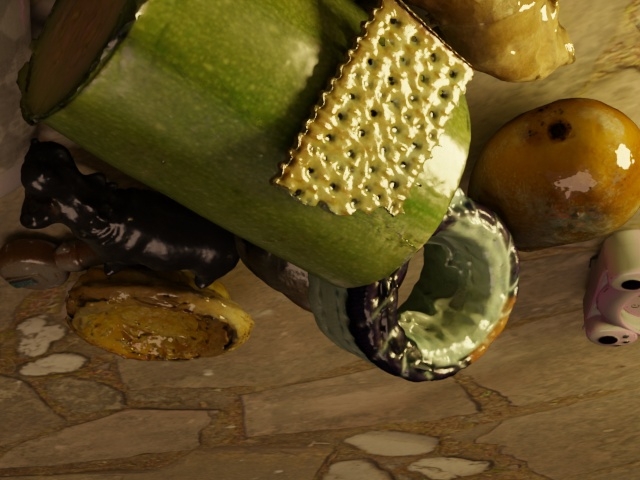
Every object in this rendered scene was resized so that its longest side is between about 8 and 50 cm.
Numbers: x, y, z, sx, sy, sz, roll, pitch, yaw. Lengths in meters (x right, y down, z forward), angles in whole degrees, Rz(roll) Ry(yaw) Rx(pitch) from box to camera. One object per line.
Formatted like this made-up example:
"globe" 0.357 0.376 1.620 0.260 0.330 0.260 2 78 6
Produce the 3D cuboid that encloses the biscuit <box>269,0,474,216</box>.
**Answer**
"biscuit" 0.054 -0.105 0.941 0.144 0.203 0.016 33 173 -34

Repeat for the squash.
"squash" -0.070 -0.145 1.017 0.384 0.263 0.263 29 141 -35

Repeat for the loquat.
"loquat" 0.000 0.000 1.318 0.227 0.179 0.179 29 142 -16

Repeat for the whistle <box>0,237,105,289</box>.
"whistle" -0.383 0.031 1.530 0.220 0.057 0.107 -11 150 18

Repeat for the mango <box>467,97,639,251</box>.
"mango" 0.271 -0.063 1.229 0.193 0.146 0.316 9 163 -2

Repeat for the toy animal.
"toy animal" -0.250 -0.022 1.347 0.343 0.106 0.168 18 147 -37

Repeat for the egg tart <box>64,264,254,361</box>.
"egg tart" -0.240 0.099 1.564 0.291 0.107 0.291 5 153 2

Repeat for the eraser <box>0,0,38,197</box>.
"eraser" -0.424 -0.188 1.135 0.213 0.082 0.397 20 148 -1

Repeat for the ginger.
"ginger" 0.109 -0.262 0.941 0.363 0.122 0.348 -6 140 -3

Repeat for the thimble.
"thimble" 0.105 0.035 1.191 0.237 0.237 0.150 33 175 -38

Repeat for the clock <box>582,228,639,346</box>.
"clock" 0.501 0.066 1.452 0.248 0.090 0.227 1 148 3
